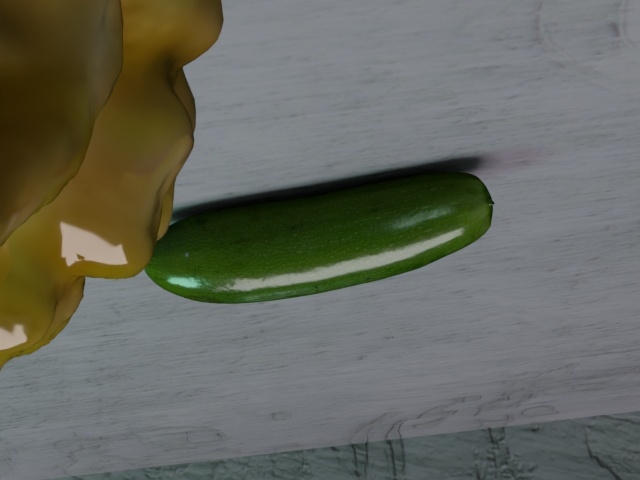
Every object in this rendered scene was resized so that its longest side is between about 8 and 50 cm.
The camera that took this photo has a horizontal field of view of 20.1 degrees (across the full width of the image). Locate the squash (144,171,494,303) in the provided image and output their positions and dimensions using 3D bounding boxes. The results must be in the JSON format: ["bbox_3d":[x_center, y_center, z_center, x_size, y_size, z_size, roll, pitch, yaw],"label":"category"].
[{"bbox_3d":[0.000,0.002,1.464,0.292,0.082,0.082,-10,165,10],"label":"squash"}]

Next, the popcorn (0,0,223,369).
[{"bbox_3d":[-0.210,-0.076,0.557,0.349,0.349,0.381,-9,-167,8],"label":"popcorn"}]
